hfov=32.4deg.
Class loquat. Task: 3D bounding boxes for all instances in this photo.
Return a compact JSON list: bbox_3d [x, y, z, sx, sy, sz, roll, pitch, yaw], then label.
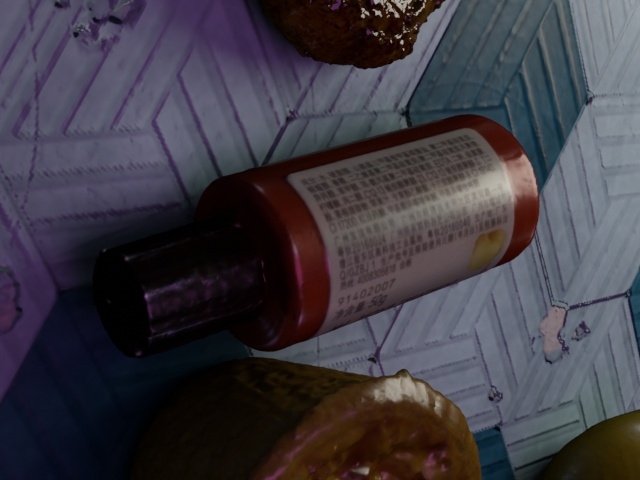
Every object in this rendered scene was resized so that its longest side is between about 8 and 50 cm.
[{"bbox_3d":[0.252,0.221,0.908,0.195,0.152,0.152,-50,130,-6],"label":"loquat"}]

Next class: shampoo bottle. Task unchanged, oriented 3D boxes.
[{"bbox_3d":[0.000,0.000,0.646,0.278,0.104,0.104,-17,115,-35],"label":"shampoo bottle"}]

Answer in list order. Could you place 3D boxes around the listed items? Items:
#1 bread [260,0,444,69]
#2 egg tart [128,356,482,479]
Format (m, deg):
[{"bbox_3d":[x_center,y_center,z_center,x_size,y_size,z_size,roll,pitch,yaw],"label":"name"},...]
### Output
[{"bbox_3d":[0.033,-0.195,0.640,0.193,0.064,0.193,-18,117,-38],"label":"bread"},{"bbox_3d":[-0.018,0.153,0.652,0.202,0.147,0.202,-15,115,-35],"label":"egg tart"}]
